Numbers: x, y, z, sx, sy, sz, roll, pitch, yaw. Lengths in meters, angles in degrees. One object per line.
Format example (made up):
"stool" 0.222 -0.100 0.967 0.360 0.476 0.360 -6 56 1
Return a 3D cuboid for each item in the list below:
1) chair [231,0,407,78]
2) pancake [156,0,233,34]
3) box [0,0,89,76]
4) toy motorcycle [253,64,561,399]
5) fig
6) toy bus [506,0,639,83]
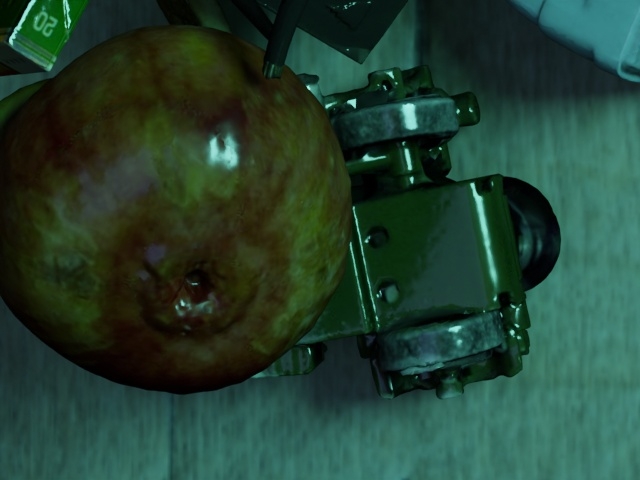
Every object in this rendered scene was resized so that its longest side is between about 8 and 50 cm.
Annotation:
"chair" 0.009 -0.185 0.898 0.154 0.141 0.260 -53 38 15
"pancake" -0.094 -0.159 1.022 0.028 0.158 0.158 -34 79 -4
"box" -0.131 -0.197 0.925 0.132 0.034 0.235 7 68 58
"toy motorcycle" 0.000 0.000 1.013 0.275 0.127 0.205 -11 92 20
"fig" -0.084 -0.025 0.883 0.205 0.205 0.205 3 97 26
"toy bus" 0.193 -0.254 0.892 0.136 0.109 0.329 28 108 31
